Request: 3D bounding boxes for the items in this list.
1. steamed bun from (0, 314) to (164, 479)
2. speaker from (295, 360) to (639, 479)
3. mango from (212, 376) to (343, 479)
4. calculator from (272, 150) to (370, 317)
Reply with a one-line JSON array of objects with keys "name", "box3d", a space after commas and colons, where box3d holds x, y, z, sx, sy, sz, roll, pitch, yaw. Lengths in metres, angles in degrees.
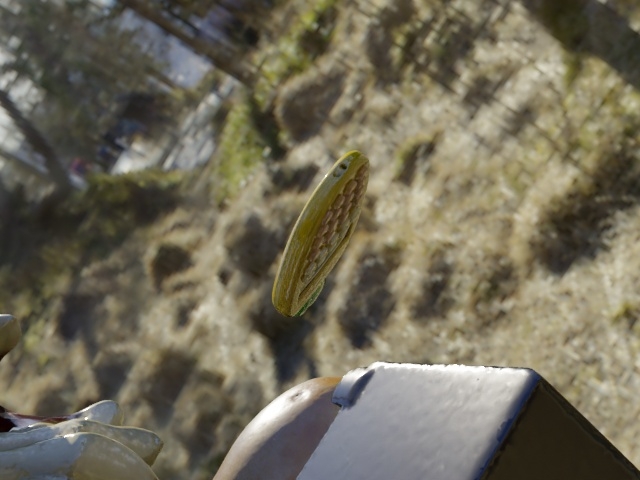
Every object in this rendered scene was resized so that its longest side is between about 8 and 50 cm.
[{"name": "steamed bun", "box3d": [-0.326, 0.149, 1.025, 0.428, 0.247, 0.189, -18, 51, 32]}, {"name": "speaker", "box3d": [0.091, 0.230, 1.047, 0.232, 0.184, 0.254, -55, 23, -20]}, {"name": "mango", "box3d": [-0.054, 0.347, 1.819, 0.384, 0.199, 0.221, -42, -11, -22]}, {"name": "calculator", "box3d": [0.000, 0.000, 1.346, 0.146, 0.032, 0.235, -51, -12, -35]}]
